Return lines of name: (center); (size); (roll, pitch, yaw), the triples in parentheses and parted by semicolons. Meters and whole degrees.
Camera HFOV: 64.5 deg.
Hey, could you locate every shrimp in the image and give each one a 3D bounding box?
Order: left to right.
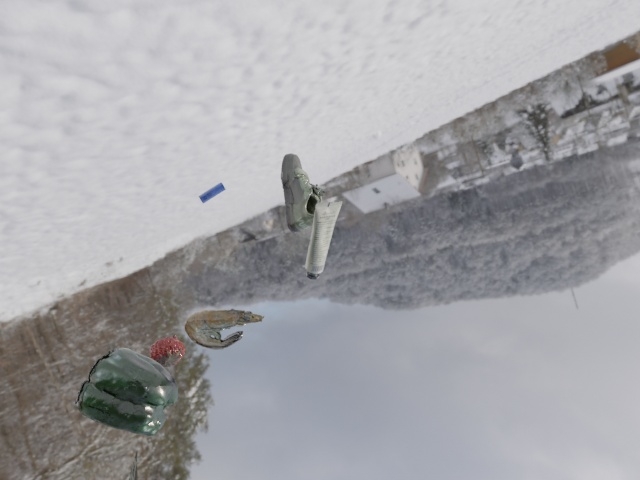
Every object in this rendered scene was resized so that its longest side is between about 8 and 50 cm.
shrimp: (-0.244, 0.227, 1.301); (0.223, 0.126, 0.047); (-9, -152, 17)

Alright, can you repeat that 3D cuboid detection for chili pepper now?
chili pepper: (-0.570, 0.457, 1.520); (0.256, 0.234, 0.248); (27, 171, 3)

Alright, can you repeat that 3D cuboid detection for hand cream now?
hand cream: (0.000, 0.000, 1.326); (0.080, 0.234, 0.050); (-8, -143, -32)

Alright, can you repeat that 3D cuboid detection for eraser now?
eraser: (-0.342, -0.150, 1.596); (0.084, 0.027, 0.063); (-34, -167, -10)

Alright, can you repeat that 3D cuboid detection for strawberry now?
strawberry: (-0.617, 0.455, 2.043); (0.145, 0.086, 0.145); (-23, 144, -19)

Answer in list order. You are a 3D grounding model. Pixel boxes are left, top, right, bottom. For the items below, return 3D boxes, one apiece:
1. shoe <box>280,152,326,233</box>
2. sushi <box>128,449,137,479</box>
shoe: (-0.049, -0.178, 1.775); (0.149, 0.293, 0.109); (-12, 166, 28)
sushi: (-0.388, 0.560, 0.959); (0.047, 0.232, 0.220); (8, -147, -25)
